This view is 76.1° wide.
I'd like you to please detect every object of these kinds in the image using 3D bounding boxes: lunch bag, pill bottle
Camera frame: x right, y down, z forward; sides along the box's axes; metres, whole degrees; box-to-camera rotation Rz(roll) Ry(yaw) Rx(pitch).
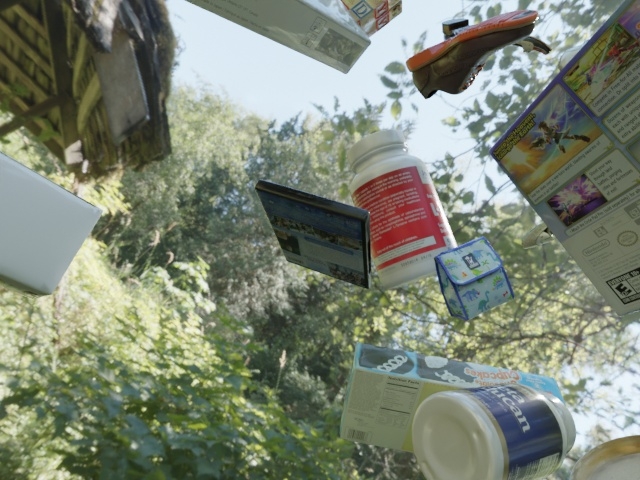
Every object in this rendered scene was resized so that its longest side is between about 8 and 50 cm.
[{"bbox_3d":[0.334,0.082,0.905,0.096,0.128,0.151,157,-88,-80],"label":"lunch bag"},{"bbox_3d":[0.218,-0.088,1.148,0.229,0.228,0.408,-42,-117,65],"label":"pill bottle"},{"bbox_3d":[0.182,0.194,0.412,0.169,0.094,0.094,8,-5,-35],"label":"pill bottle"}]

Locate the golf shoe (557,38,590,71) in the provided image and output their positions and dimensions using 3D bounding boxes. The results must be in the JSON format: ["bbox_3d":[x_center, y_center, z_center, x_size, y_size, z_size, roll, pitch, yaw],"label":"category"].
[{"bbox_3d":[0.739,-0.521,1.128,0.069,0.176,0.086,54,-8,-11],"label":"golf shoe"}]

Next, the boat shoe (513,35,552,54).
[{"bbox_3d":[0.578,-0.551,1.148,0.137,0.043,0.049,36,18,15],"label":"boat shoe"}]

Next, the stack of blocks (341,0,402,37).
[{"bbox_3d":[0.055,-0.664,1.064,0.297,0.171,0.087,53,3,16],"label":"stack of blocks"}]

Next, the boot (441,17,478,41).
[{"bbox_3d":[0.367,-0.486,1.030,0.219,0.082,0.106,-97,174,-54],"label":"boot"}]

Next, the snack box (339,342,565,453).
[{"bbox_3d":[0.203,0.283,0.684,0.321,0.060,0.187,10,-58,4],"label":"snack box"}]

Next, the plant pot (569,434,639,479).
[{"bbox_3d":[0.555,0.419,0.695,0.033,0.236,0.236,63,-26,2],"label":"plant pot"}]

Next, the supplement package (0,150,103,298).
[{"bbox_3d":[-0.618,-0.034,0.795,0.145,0.204,0.261,-13,-40,42],"label":"supplement package"}]

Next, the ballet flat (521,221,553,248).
[{"bbox_3d":[0.609,-0.030,1.080,0.057,0.168,0.052,25,27,-32],"label":"ballet flat"}]

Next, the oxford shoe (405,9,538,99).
[{"bbox_3d":[0.267,-0.323,0.727,0.271,0.096,0.099,14,-49,65],"label":"oxford shoe"}]

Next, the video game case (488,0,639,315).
[{"bbox_3d":[0.324,-0.082,0.385,0.244,0.061,0.270,59,-24,17],"label":"video game case"}]

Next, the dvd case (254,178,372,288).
[{"bbox_3d":[0.000,0.000,0.697,0.180,0.022,0.253,18,-25,17],"label":"dvd case"}]

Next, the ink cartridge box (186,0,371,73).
[{"bbox_3d":[-0.099,-0.361,0.531,0.066,0.296,0.261,-45,-117,33],"label":"ink cartridge box"}]
